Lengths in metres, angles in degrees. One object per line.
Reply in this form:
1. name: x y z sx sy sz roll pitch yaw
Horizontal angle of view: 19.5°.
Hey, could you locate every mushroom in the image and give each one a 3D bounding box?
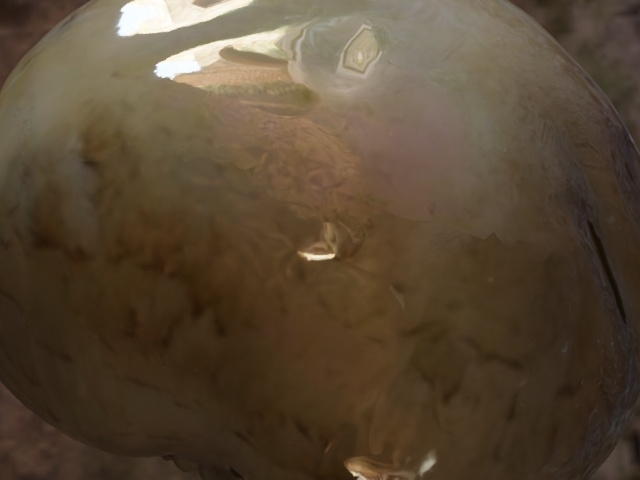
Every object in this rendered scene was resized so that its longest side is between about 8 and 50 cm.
1. mushroom: 0.000 0.000 0.372 0.148 0.148 0.112 -88 5 -67
